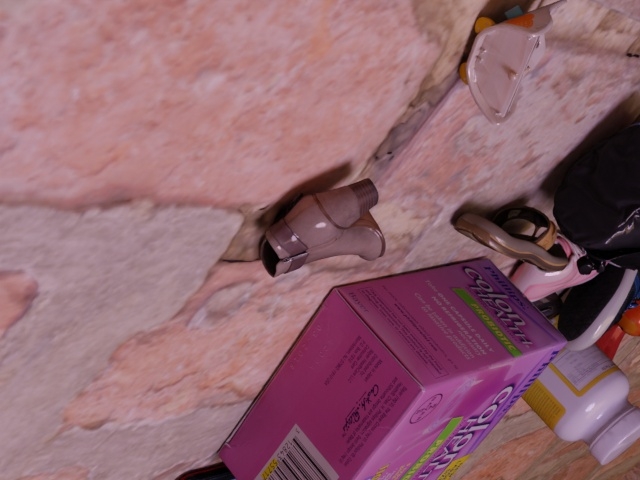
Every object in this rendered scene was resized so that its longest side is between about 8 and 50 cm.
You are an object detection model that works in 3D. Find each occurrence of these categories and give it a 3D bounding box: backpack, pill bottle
[{"bbox_3d":[0.303,-0.039,1.109,0.152,0.115,0.182,-34,157,19],"label":"backpack"},{"bbox_3d":[0.279,0.159,1.320,0.103,0.184,0.103,-33,155,-18],"label":"pill bottle"}]

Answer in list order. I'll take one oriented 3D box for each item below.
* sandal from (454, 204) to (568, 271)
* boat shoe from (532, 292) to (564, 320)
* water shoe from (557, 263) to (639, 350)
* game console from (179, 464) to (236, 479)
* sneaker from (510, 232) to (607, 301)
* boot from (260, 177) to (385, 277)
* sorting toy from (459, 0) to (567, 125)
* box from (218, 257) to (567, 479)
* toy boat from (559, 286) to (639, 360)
[{"bbox_3d":[0.178,-0.009,1.049,0.180,0.072,0.049,16,98,-58],"label":"sandal"},{"bbox_3d":[0.199,0.101,1.268,0.152,0.049,0.056,-39,155,-7],"label":"boat shoe"},{"bbox_3d":[0.333,0.048,1.267,0.080,0.073,0.203,43,71,-24],"label":"water shoe"},{"bbox_3d":[-0.091,0.274,1.081,0.124,0.085,0.144,-52,155,21],"label":"game console"},{"bbox_3d":[0.259,0.014,1.210,0.134,0.051,0.070,-26,157,-23],"label":"sneaker"},{"bbox_3d":[0.000,0.000,0.821,0.087,0.042,0.118,-30,153,-11],"label":"boot"},{"bbox_3d":[0.138,-0.133,0.799,0.075,0.045,0.083,-34,156,-34],"label":"sorting toy"},{"bbox_3d":[0.068,0.141,1.057,0.243,0.117,0.213,-9,140,-51],"label":"box"},{"bbox_3d":[0.380,0.094,1.403,0.231,0.151,0.151,-52,154,21],"label":"toy boat"}]
